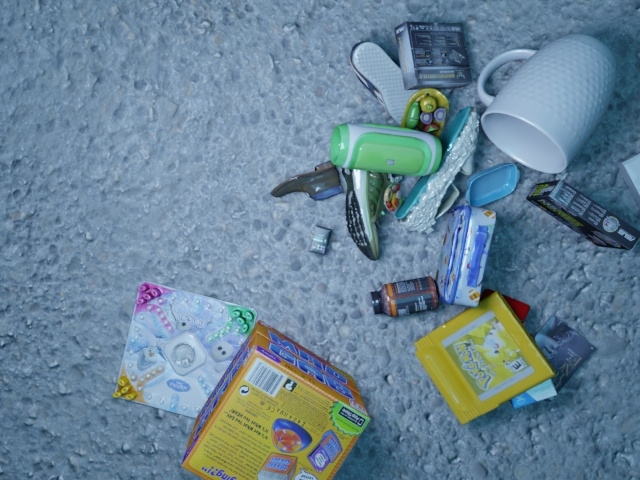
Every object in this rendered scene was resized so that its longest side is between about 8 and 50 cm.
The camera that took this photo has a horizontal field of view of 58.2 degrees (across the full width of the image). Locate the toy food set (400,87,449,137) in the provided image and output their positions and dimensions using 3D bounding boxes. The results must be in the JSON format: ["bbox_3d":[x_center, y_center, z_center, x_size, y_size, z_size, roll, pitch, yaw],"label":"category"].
[{"bbox_3d":[0.306,-0.332,1.693,0.128,0.071,0.218,8,123,-6],"label":"toy food set"}]

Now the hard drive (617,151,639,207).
[{"bbox_3d":[1.081,-0.215,1.721,0.307,0.040,0.203,-28,90,3],"label":"hard drive"}]

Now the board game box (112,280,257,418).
[{"bbox_3d":[-0.433,0.362,1.823,0.389,0.050,0.390,14,93,3],"label":"board game box"}]

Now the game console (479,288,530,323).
[{"bbox_3d":[0.539,0.233,1.739,0.144,0.085,0.124,23,106,24],"label":"game console"}]

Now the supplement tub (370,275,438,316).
[{"bbox_3d":[0.253,0.174,1.749,0.197,0.106,0.106,-10,92,3],"label":"supplement tub"}]

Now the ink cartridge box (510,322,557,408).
[{"bbox_3d":[0.599,0.369,1.735,0.134,0.078,0.231,-22,83,9],"label":"ink cartridge box"}]

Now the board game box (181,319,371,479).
[{"bbox_3d":[-0.125,0.498,1.630,0.356,0.356,0.356,33,91,-7],"label":"board game box"}]

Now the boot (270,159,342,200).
[{"bbox_3d":[-0.039,-0.155,1.764,0.219,0.082,0.106,-25,88,2],"label":"boot"}]

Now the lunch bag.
[{"bbox_3d":[0.418,0.037,1.666,0.114,0.243,0.304,9,94,2],"label":"lunch bag"}]

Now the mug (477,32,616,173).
[{"bbox_3d":[0.628,-0.424,1.645,0.374,0.276,0.328,35,85,31],"label":"mug"}]

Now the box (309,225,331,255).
[{"bbox_3d":[0.000,0.000,1.777,0.052,0.062,0.083,14,93,1],"label":"box"}]

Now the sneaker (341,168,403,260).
[{"bbox_3d":[0.173,-0.145,1.733,0.181,0.158,0.411,-8,97,-14],"label":"sneaker"}]

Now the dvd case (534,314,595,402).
[{"bbox_3d":[0.712,0.364,1.775,0.164,0.018,0.221,38,94,1],"label":"dvd case"}]

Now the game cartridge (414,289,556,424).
[{"bbox_3d":[0.473,0.351,1.704,0.323,0.052,0.285,-38,78,22],"label":"game cartridge"}]

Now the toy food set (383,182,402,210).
[{"bbox_3d":[0.215,-0.128,1.700,0.020,0.082,0.083,8,128,39],"label":"toy food set"}]

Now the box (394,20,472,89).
[{"bbox_3d":[0.333,-0.539,1.682,0.230,0.056,0.183,-12,93,-31],"label":"box"}]

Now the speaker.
[{"bbox_3d":[0.182,-0.252,1.605,0.296,0.131,0.131,4,93,-15],"label":"speaker"}]

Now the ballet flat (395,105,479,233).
[{"bbox_3d":[0.375,-0.197,1.725,0.147,0.147,0.409,32,99,1],"label":"ballet flat"}]

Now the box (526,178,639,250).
[{"bbox_3d":[0.749,-0.074,1.656,0.270,0.216,0.060,34,94,1],"label":"box"}]

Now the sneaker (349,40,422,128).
[{"bbox_3d":[0.209,-0.469,1.726,0.126,0.127,0.321,-40,114,8],"label":"sneaker"}]

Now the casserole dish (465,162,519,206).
[{"bbox_3d":[0.508,-0.170,1.722,0.188,0.037,0.114,-21,131,-11],"label":"casserole dish"}]
